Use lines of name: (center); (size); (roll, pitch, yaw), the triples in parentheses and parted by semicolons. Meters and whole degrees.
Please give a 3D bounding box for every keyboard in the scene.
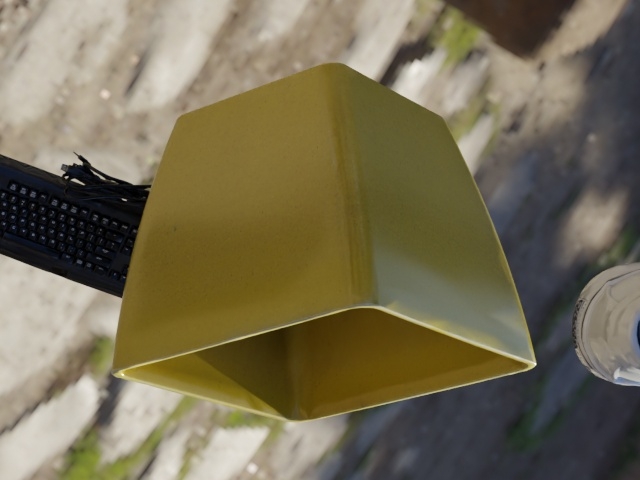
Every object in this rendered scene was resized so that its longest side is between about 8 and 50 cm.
keyboard: (-0.178, -0.012, 1.366); (0.100, 0.192, 0.038); (-65, -162, 17)

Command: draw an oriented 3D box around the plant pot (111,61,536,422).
plant pot: (0.000, 0.000, 1.255); (0.212, 0.212, 0.187); (22, 59, -51)

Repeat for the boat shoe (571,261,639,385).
boat shoe: (0.278, 0.036, 1.028); (0.088, 0.267, 0.096); (-171, -101, -77)
